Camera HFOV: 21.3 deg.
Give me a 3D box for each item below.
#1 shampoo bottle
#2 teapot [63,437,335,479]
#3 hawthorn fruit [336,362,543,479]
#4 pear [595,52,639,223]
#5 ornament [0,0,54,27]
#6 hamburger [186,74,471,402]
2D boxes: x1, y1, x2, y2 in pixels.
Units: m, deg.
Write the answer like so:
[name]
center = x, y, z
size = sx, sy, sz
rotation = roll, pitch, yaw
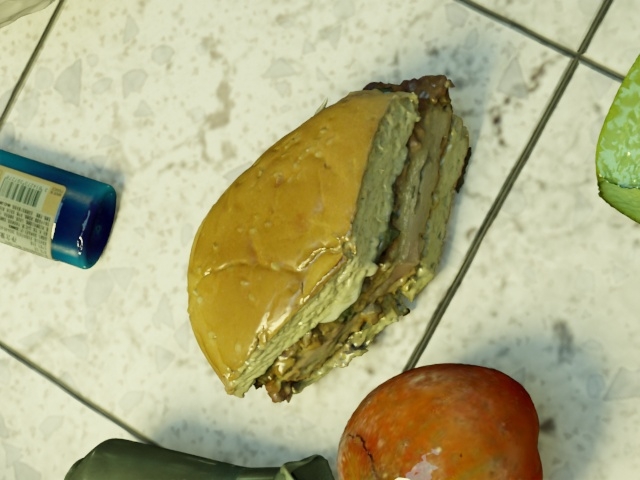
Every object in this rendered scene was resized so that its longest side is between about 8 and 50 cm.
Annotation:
[shampoo bottle]
center = -0.288, -0.036, 1.652
size = 0.183, 0.050, 0.087
rotation = 18, 93, 23
[teapot]
center = -0.100, 0.270, 1.492
size = 0.225, 0.171, 0.203
rotation = -4, 114, 16
[hawthorn fruit]
center = 0.104, 0.179, 1.407
size = 0.173, 0.173, 0.173
rotation = -3, 83, 22
[pear]
center = 0.374, -0.107, 1.330
size = 0.292, 0.159, 0.292
rotation = -2, 83, 19
[ornament]
center = -0.358, -0.343, 1.573
size = 0.337, 0.337, 0.337
rotation = -3, 83, 22
[hamburger]
center = 0.000, 0.000, 1.479
size = 0.245, 0.155, 0.282
rotation = -2, 78, 29
